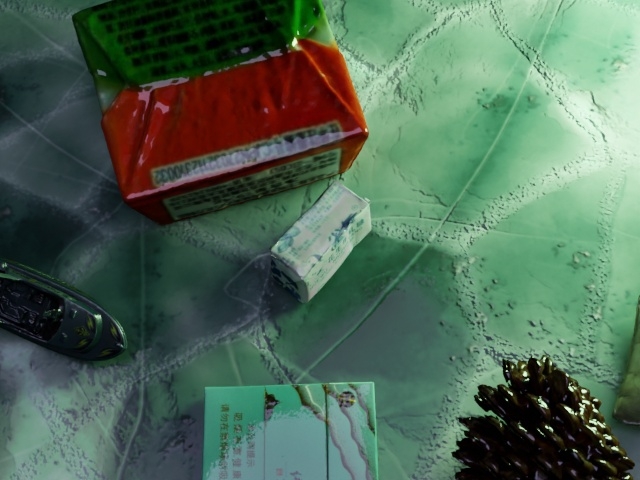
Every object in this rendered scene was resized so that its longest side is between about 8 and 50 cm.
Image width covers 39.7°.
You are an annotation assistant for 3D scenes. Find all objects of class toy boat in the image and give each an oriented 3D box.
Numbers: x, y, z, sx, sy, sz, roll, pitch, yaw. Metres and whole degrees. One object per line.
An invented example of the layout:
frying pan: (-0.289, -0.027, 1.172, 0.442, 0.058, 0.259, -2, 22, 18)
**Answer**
toy boat: (-0.377, 0.100, 1.226, 0.246, 0.103, 0.093, 23, 95, 6)

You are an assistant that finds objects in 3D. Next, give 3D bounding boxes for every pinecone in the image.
pinecone: (0.257, 0.254, 1.073, 0.221, 0.221, 0.221, -1, 67, 2)

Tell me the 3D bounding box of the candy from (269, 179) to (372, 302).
candy: (0.000, 0.000, 1.253, 0.073, 0.092, 0.160, 36, 72, 17)

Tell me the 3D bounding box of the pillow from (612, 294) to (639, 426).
pillow: (0.551, 0.193, 1.157, 0.302, 0.075, 0.185, 16, 69, 12)

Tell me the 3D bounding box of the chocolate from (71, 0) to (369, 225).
chocolate: (-0.146, -0.218, 1.313, 0.360, 0.161, 0.341, -17, 68, -4)

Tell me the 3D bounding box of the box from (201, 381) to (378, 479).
box: (-0.040, 0.270, 1.168, 0.229, 0.041, 0.162, -1, 68, 2)
